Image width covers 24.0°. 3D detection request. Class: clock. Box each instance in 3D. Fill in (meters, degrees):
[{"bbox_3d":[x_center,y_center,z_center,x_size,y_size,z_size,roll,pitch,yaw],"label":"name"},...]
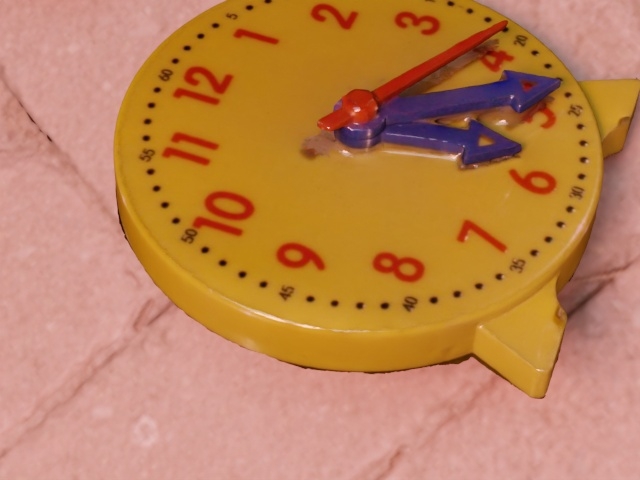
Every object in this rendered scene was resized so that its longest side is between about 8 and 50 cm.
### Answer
[{"bbox_3d":[0.026,-0.055,0.851,0.293,0.071,0.277,11,51,9],"label":"clock"}]
